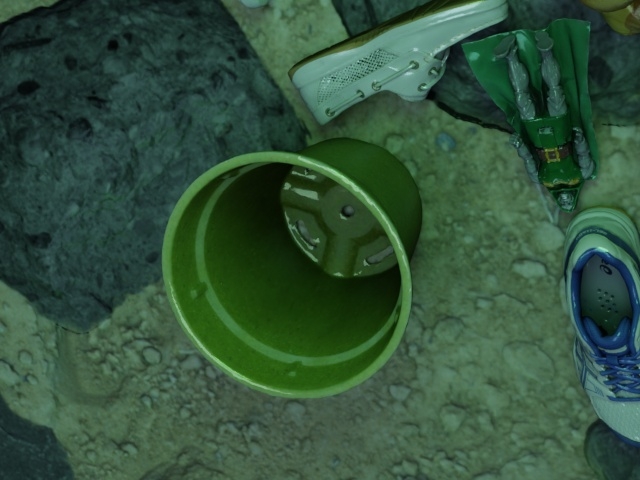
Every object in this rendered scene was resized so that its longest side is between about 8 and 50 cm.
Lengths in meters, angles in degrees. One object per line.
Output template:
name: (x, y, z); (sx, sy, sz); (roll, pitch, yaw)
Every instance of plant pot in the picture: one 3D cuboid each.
plant pot: (0.000, 0.000, 1.517); (0.276, 0.254, 0.276); (7, 111, 17)

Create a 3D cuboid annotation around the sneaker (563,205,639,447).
sneaker: (0.325, 0.115, 1.518); (0.112, 0.131, 0.296); (-13, 106, 20)

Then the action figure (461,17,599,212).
action figure: (0.248, -0.123, 1.465); (0.137, 0.063, 0.232); (-4, 131, 25)

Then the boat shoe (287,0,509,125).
boat shoe: (0.098, -0.202, 1.503); (0.277, 0.098, 0.096); (-19, 103, 33)

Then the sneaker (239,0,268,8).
sneaker: (-0.122, -0.358, 1.538); (0.094, 0.080, 0.212); (-18, 96, 35)

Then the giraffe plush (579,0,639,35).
giraffe plush: (0.283, -0.294, 1.360); (0.210, 0.170, 0.181); (21, 115, 11)
